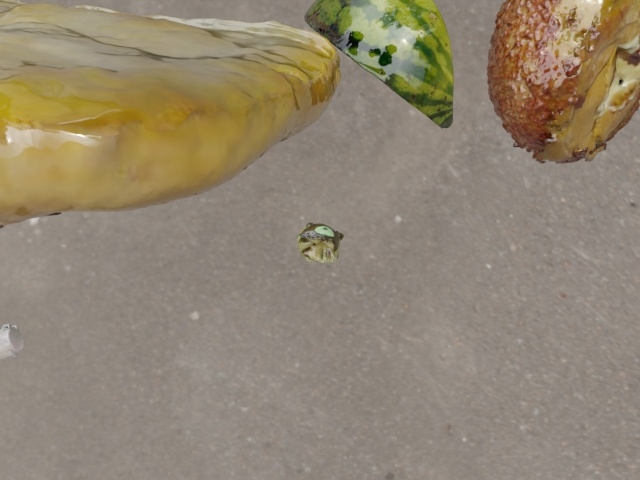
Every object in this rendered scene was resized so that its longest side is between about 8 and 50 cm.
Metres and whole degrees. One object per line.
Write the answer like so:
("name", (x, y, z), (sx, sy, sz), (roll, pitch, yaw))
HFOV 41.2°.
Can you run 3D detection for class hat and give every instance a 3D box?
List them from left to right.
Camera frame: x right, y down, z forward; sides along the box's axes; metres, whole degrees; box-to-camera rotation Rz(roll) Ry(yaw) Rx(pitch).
("hat", (0.000, 0.000, 1.558), (0.077, 0.076, 0.059), (4, 44, 17))

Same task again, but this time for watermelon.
("watermelon", (0.064, -0.285, 1.205), (0.303, 0.128, 0.159), (44, 141, 34))

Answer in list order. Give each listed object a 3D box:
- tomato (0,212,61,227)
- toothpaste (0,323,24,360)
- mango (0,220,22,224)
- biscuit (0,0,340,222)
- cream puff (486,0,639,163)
("tomato", (-0.544, -0.116, 1.321), (0.255, 0.255, 0.225), (20, 121, 41))
("toothpaste", (-0.571, 0.196, 1.224), (0.314, 0.056, 0.058), (-20, 77, 10))
("mango", (-0.376, -0.130, 1.045), (0.126, 0.154, 0.252), (33, 122, 4))
("biscuit", (-0.214, -0.101, 0.596), (0.428, 0.446, 0.104), (8, 112, 6))
("cream puff", (0.383, -0.294, 1.324), (0.228, 0.350, 0.351), (35, 98, 37))
